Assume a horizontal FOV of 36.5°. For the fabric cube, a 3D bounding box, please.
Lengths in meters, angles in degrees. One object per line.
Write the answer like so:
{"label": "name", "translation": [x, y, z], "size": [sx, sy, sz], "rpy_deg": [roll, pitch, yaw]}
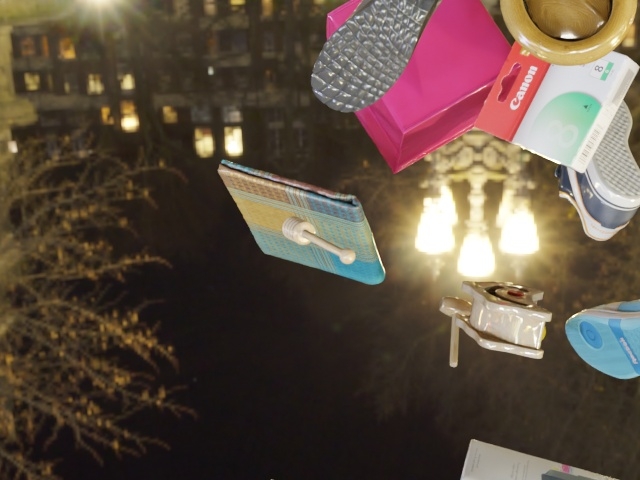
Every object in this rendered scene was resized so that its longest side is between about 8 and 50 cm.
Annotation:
{"label": "fabric cube", "translation": [0.182, -0.321, 1.792], "size": [0.254, 0.258, 0.259], "rpy_deg": [-31, 169, -7]}

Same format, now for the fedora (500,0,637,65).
{"label": "fedora", "translation": [0.351, -0.337, 1.379], "size": [0.194, 0.194, 0.079], "rpy_deg": [3, 179, 14]}

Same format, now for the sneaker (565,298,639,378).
{"label": "sneaker", "translation": [0.564, 0.123, 1.579], "size": [0.208, 0.127, 0.319], "rpy_deg": [-32, -170, -25]}

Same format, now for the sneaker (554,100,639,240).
{"label": "sneaker", "translation": [0.465, -0.140, 1.662], "size": [0.126, 0.127, 0.321], "rpy_deg": [11, -135, -5]}

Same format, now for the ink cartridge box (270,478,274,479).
{"label": "ink cartridge box", "translation": [0.011, 0.578, 1.558], "size": [0.309, 0.272, 0.130], "rpy_deg": [21, -175, -4]}

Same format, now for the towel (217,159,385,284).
{"label": "towel", "translation": [-0.024, -0.027, 1.781], "size": [0.271, 0.040, 0.370], "rpy_deg": [16, 161, 16]}

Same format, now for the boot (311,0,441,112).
{"label": "boot", "translation": [0.128, -0.349, 1.441], "size": [0.118, 0.338, 0.223], "rpy_deg": [39, -149, -3]}

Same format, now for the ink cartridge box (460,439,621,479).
{"label": "ink cartridge box", "translation": [0.396, 0.487, 1.616], "size": [0.353, 0.207, 0.119], "rpy_deg": [14, -151, 12]}

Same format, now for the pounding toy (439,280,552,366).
{"label": "pounding toy", "translation": [0.314, 0.158, 1.682], "size": [0.154, 0.155, 0.269], "rpy_deg": [7, -170, -12]}

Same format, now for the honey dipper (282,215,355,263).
{"label": "honey dipper", "translation": [0.000, 0.000, 1.148], "size": [0.030, 0.030, 0.160], "rpy_deg": [-11, -163, -24]}

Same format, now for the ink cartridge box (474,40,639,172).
{"label": "ink cartridge box", "translation": [0.349, -0.226, 1.498], "size": [0.224, 0.181, 0.056], "rpy_deg": [31, -172, 38]}
